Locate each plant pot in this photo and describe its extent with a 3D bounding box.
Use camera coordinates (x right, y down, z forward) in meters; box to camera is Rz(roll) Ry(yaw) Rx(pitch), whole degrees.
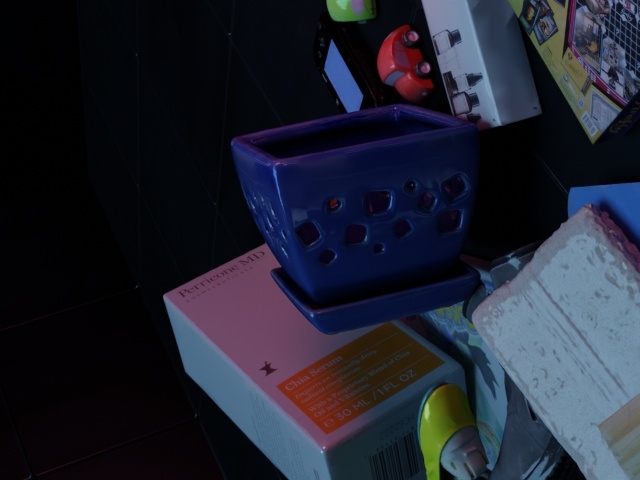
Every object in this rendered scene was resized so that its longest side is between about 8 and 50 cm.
[{"bbox_3d":[0.045,-0.027,1.203,0.236,0.236,0.212,-141,39,-70],"label":"plant pot"}]

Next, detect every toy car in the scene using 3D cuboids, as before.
[{"bbox_3d":[0.060,-0.302,1.348,0.225,0.053,0.239,33,136,59],"label":"toy car"}]

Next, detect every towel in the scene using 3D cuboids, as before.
[{"bbox_3d":[0.284,0.122,0.990,0.187,0.049,0.282,-50,63,32],"label":"towel"}]

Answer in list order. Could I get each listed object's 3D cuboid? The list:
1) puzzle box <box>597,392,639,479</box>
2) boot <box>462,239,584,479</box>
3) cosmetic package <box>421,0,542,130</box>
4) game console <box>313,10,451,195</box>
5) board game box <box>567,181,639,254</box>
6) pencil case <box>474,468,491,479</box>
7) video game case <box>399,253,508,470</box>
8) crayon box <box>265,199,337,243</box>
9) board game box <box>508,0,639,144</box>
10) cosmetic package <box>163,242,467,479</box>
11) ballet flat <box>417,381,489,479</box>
[{"bbox_3d":[0.353,0.007,0.575,0.052,0.272,0.409,62,156,22],"label":"puzzle box"},{"bbox_3d":[0.236,0.163,1.201,0.223,0.118,0.338,57,142,27],"label":"boot"},{"bbox_3d":[0.163,-0.240,1.136,0.099,0.060,0.239,-7,100,68],"label":"cosmetic package"},{"bbox_3d":[0.065,-0.151,1.436,0.361,0.044,0.213,65,148,27],"label":"game console"},{"bbox_3d":[0.309,0.000,1.001,0.133,0.033,0.168,65,160,-10],"label":"board game box"},{"bbox_3d":[0.128,0.386,1.580,0.410,0.183,0.160,177,104,-68],"label":"pencil case"},{"bbox_3d":[0.184,0.156,1.424,0.329,0.036,0.300,19,123,64],"label":"video game case"},{"bbox_3d":[0.000,0.000,1.694,0.202,0.081,0.318,70,159,5],"label":"crayon box"},{"bbox_3d":[0.245,-0.234,0.964,0.243,0.042,0.165,65,158,19],"label":"board game box"},{"bbox_3d":[-0.015,0.183,1.496,0.453,0.230,0.161,34,144,48],"label":"cosmetic package"},{"bbox_3d":[0.160,0.265,1.218,0.077,0.077,0.231,39,143,42],"label":"ballet flat"}]
